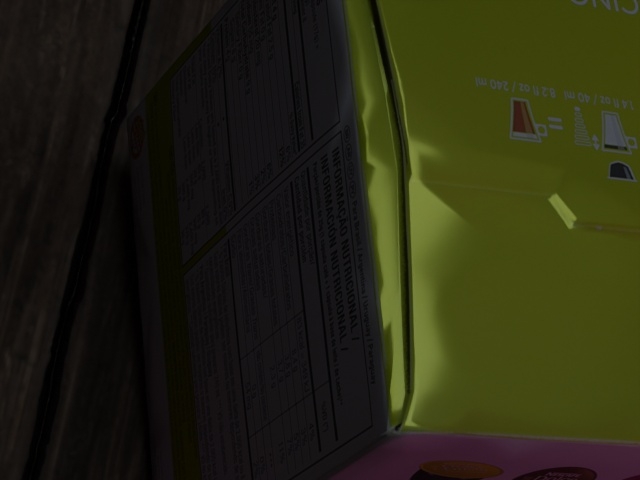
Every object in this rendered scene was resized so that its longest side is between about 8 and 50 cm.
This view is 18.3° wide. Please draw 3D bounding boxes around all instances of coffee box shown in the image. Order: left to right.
[{"bbox_3d":[0.098,0.022,1.265,0.337,0.334,0.338,6,65,-26],"label":"coffee box"}]
